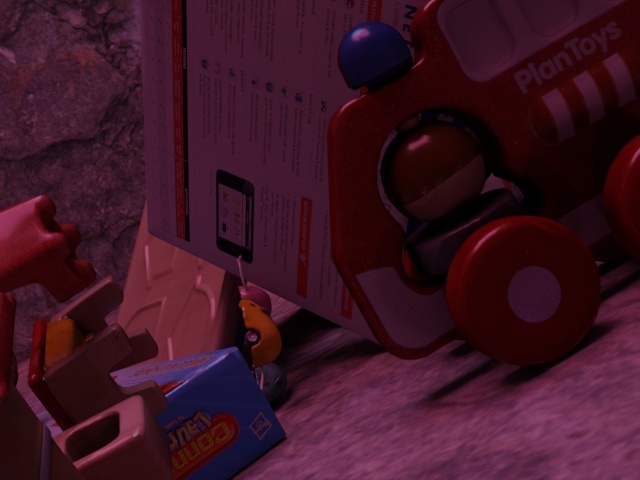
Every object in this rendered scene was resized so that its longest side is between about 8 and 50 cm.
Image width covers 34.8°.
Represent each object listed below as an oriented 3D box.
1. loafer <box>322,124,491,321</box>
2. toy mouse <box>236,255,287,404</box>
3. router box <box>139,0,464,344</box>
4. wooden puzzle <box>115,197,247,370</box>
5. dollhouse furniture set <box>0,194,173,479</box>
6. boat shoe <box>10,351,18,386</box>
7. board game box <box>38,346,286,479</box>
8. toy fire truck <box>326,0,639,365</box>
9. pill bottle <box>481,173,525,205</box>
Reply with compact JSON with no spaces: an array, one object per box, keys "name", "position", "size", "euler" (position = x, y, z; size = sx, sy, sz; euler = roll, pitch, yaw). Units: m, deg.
[{"name":"loafer","position":[0.068,-0.041,1.078],"size":[0.134,0.130,0.366],"euler":[-33,-14,-37]},{"name":"toy mouse","position":[-0.053,0.098,0.953],"size":[0.031,0.161,0.143],"euler":[-11,-29,-5]},{"name":"router box","position":[-0.025,-0.107,0.915],"size":[0.301,0.335,0.082],"euler":[24,38,27]},{"name":"wooden puzzle","position":[-0.151,0.059,1.220],"size":[0.348,0.081,0.322],"euler":[-25,49,54]},{"name":"dollhouse furniture set","position":[-0.196,0.105,0.603],"size":[0.152,0.201,0.374],"euler":[-28,25,-2]},{"name":"boat shoe","position":[-0.388,0.195,0.888],"size":[0.307,0.110,0.104],"euler":[-42,14,-21]},{"name":"board game box","position":[-0.229,0.214,0.861],"size":[0.302,0.086,0.308],"euler":[-32,7,-31]},{"name":"toy fire truck","position":[0.136,-0.066,0.728],"size":[0.302,0.253,0.169],"euler":[-29,6,-6]},{"name":"pill bottle","position":[0.233,-0.098,1.263],"size":[0.193,0.108,0.108],"euler":[-33,7,-36]}]
